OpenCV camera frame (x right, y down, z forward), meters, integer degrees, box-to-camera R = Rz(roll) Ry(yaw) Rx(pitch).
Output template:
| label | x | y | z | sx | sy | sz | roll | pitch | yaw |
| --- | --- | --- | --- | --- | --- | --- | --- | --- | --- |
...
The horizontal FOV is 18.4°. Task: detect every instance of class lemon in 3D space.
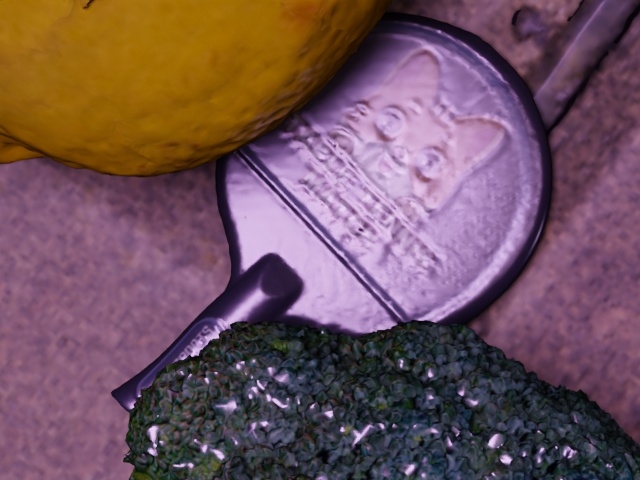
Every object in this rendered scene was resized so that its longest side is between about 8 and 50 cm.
| label | x | y | z | sx | sy | sz | roll | pitch | yaw |
| --- | --- | --- | --- | --- | --- | --- | --- | --- | --- |
| lemon | -0.074 | -0.164 | 0.800 | 0.284 | 0.260 | 0.260 | -39 | 87 | 1 |

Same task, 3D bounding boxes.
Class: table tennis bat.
| label | x | y | z | sx | sy | sz | roll | pitch | yaw |
| --- | --- | --- | --- | --- | --- | --- | --- | --- | --- |
| table tennis bat | 0.000 | 0.000 | 0.902 | 0.236 | 0.027 | 0.150 | -44 | 87 | 0 |

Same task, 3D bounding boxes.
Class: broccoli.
| label | x | y | z | sx | sy | sz | roll | pitch | yaw |
| --- | --- | --- | --- | --- | --- | --- | --- | --- | --- |
| broccoli | 0.035 | 0.178 | 0.802 | 0.297 | 0.297 | 0.297 | 39 | 123 | 4 |
